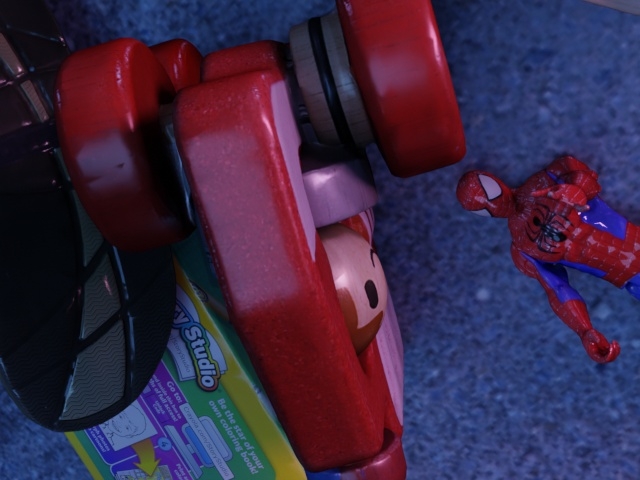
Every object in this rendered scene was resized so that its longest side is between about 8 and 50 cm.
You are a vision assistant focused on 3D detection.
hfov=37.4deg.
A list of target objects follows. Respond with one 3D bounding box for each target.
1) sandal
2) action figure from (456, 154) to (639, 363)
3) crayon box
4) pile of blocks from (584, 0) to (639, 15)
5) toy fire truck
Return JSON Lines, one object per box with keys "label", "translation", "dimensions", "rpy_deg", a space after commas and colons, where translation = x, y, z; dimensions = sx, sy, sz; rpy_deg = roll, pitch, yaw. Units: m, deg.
{"label": "sandal", "translation": [-0.179, -0.031, 0.598], "dimensions": [0.086, 0.120, 0.303], "rpy_deg": [-33, 75, 62]}
{"label": "action figure", "translation": [0.201, 0.030, 0.536], "dimensions": [0.280, 0.139, 0.092], "rpy_deg": [24, 114, 11]}
{"label": "crayon box", "translation": [-0.089, 0.131, 0.693], "dimensions": [0.165, 0.081, 0.279], "rpy_deg": [-26, 100, 24]}
{"label": "pile of blocks", "translation": [0.011, -0.230, 0.489], "dimensions": [0.362, 0.149, 0.113], "rpy_deg": [21, 114, 10]}
{"label": "toy fire truck", "translation": [0.000, 0.000, 0.501], "dimensions": [0.169, 0.302, 0.254], "rpy_deg": [-16, 101, 7]}
